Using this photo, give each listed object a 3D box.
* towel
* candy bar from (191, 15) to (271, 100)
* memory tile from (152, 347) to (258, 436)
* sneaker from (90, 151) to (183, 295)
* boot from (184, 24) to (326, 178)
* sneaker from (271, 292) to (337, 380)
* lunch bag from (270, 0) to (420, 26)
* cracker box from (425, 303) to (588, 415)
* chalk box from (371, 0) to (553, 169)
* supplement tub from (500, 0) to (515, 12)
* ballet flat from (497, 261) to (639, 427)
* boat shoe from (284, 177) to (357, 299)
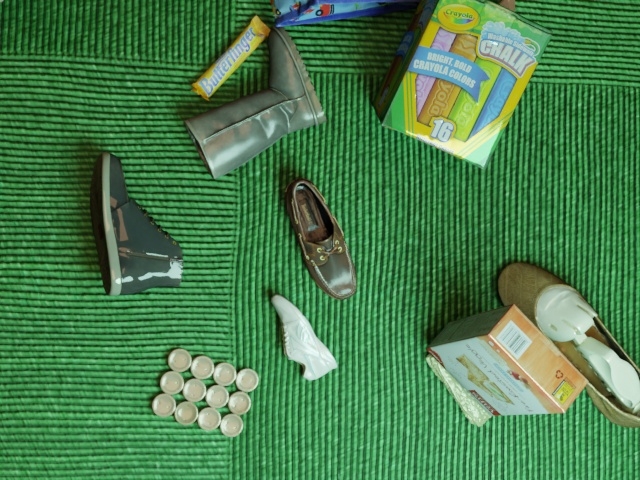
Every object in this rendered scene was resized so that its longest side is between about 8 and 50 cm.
[{"bbox_3d":[0.250,0.215,1.544,0.110,0.027,0.148,-36,92,-10],"label":"towel"},{"bbox_3d":[-0.142,-0.287,1.512,0.040,0.018,0.161,42,81,-4],"label":"candy bar"},{"bbox_3d":[-0.179,0.238,1.484,0.148,0.012,0.113,18,85,-8],"label":"memory tile"},{"bbox_3d":[-0.282,-0.027,1.459,0.118,0.083,0.222,-4,81,-28],"label":"sneaker"},{"bbox_3d":[-0.115,-0.219,1.494,0.208,0.076,0.189,-23,89,-2],"label":"boot"},{"bbox_3d":[-0.037,0.152,1.490,0.061,0.054,0.152,-35,93,-6],"label":"sneaker"},{"bbox_3d":[0.060,-0.468,1.481,0.293,0.138,0.221,-13,93,-31],"label":"lunch bag"},{"bbox_3d":[0.269,0.184,1.416,0.156,0.232,0.067,45,71,-3],"label":"cracker box"},{"bbox_3d":[0.221,-0.286,1.443,0.179,0.180,0.289,22,104,-7],"label":"chalk box"},{"bbox_3d":[0.254,-0.383,1.551,0.107,0.071,0.071,-12,89,-9],"label":"supplement tub"},{"bbox_3d":[0.424,0.167,1.524,0.116,0.124,0.342,-39,93,-9],"label":"ballet flat"},{"bbox_3d":[0.000,0.000,1.494,0.073,0.073,0.207,-28,93,-10],"label":"boat shoe"}]
